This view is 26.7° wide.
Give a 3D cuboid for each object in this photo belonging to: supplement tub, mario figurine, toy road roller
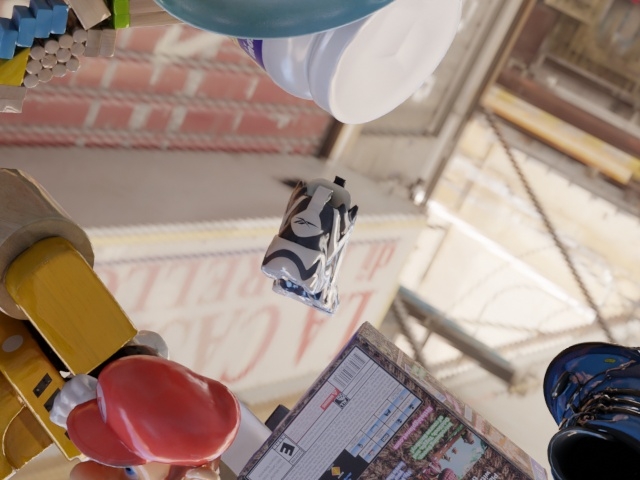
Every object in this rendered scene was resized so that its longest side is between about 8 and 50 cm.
[{"bbox_3d":[-0.018,-0.316,1.583,0.331,0.241,0.241,46,-155,26],"label":"supplement tub"},{"bbox_3d":[-0.160,0.237,1.166,0.198,0.321,0.170,10,-141,18],"label":"mario figurine"},{"bbox_3d":[-0.324,0.113,1.439,0.202,0.240,0.329,39,160,47],"label":"toy road roller"}]

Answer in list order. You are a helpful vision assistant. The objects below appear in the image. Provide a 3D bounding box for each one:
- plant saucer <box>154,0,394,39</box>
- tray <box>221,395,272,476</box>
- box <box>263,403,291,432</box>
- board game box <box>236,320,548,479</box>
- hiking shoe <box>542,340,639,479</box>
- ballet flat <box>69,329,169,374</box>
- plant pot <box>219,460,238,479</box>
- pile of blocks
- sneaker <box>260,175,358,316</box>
[{"bbox_3d":[-0.021,-0.302,1.235,0.317,0.317,0.044,11,-127,-38],"label":"plant saucer"},{"bbox_3d":[-0.095,0.372,2.056,0.270,0.145,0.030,47,175,-13],"label":"tray"},{"bbox_3d":[-0.038,0.410,2.276,0.232,0.183,0.059,32,169,37],"label":"box"},{"bbox_3d":[0.088,0.280,1.604,0.291,0.232,0.141,40,-173,2],"label":"board game box"},{"bbox_3d":[0.226,0.147,1.013,0.132,0.113,0.304,22,-166,-20],"label":"hiking shoe"},{"bbox_3d":[-0.314,0.207,2.162,0.139,0.139,0.400,22,166,-12],"label":"ballet flat"},{"bbox_3d":[-0.172,0.370,1.940,0.109,0.109,0.096,-22,-114,-26],"label":"plant pot"},{"bbox_3d":[-0.349,-0.308,1.826,0.112,0.362,0.149,52,169,47],"label":"pile of blocks"},{"bbox_3d":[0.000,0.000,1.674,0.094,0.153,0.235,23,170,19],"label":"sneaker"}]
